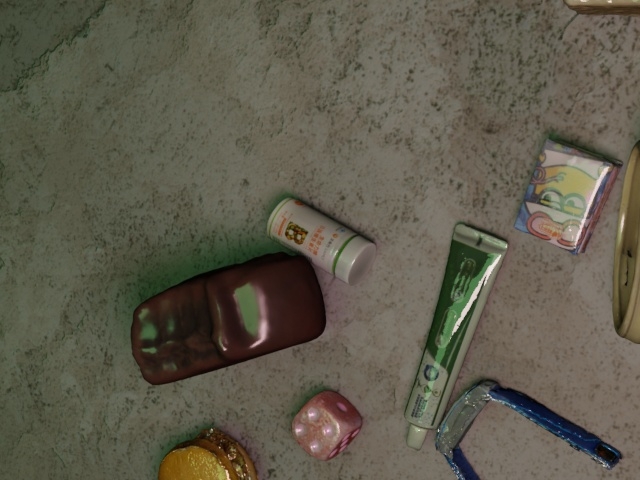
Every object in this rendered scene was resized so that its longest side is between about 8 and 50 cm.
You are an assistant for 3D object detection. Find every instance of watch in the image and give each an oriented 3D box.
[{"bbox_3d":[0.307,0.389,1.805,0.274,0.068,0.276,31,108,19],"label":"watch"}]

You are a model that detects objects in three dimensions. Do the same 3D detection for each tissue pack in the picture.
[{"bbox_3d":[0.384,-0.069,1.718,0.116,0.065,0.155,26,105,26],"label":"tissue pack"}]

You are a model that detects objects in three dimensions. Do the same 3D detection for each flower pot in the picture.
[{"bbox_3d":[0.543,0.010,1.521,0.244,0.307,0.307,7,98,9],"label":"flower pot"}]

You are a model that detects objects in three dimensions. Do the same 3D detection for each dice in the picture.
[{"bbox_3d":[0.011,0.325,1.940,0.093,0.094,0.091,44,109,20],"label":"dice"}]

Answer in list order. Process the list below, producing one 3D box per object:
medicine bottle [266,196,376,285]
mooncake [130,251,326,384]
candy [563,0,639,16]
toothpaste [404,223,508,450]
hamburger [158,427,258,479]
[{"bbox_3d":[0.000,0.000,1.924,0.183,0.086,0.086,29,107,24],"label":"medicine bottle"},{"bbox_3d":[-0.166,0.133,1.904,0.326,0.334,0.174,153,103,-72],"label":"mooncake"},{"bbox_3d":[0.510,-0.387,1.559,0.321,0.179,0.135,6,98,29],"label":"candy"},{"bbox_3d":[0.211,0.169,1.838,0.099,0.061,0.392,22,101,26],"label":"toothpaste"},{"bbox_3d":[-0.205,0.442,2.055,0.182,0.118,0.191,2,98,26],"label":"hamburger"}]
